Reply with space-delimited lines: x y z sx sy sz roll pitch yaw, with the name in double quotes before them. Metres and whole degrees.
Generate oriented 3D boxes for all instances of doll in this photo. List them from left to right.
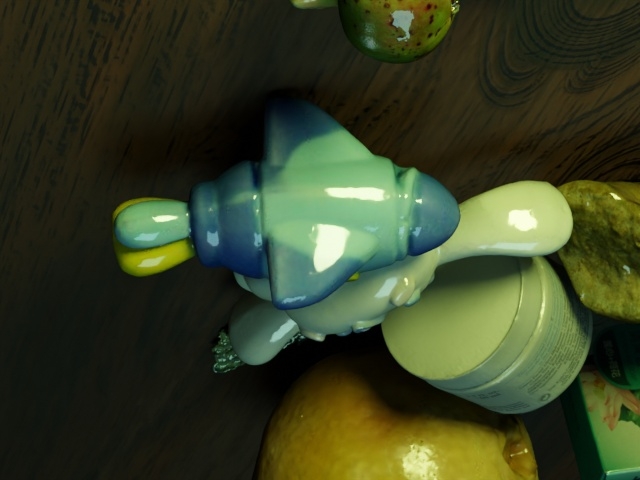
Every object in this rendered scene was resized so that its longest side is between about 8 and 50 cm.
"doll" 0.004 0.007 1.773 0.376 0.187 0.366 -40 148 16

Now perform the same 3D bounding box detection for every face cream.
"face cream" 0.175 0.081 1.959 0.177 0.177 0.153 -27 146 27

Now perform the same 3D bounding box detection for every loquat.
"loquat" 0.084 0.272 2.116 0.328 0.328 0.328 -8 150 -4

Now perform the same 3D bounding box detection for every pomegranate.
"pomegranate" 0.044 -0.202 1.529 0.142 0.114 0.114 10 154 17

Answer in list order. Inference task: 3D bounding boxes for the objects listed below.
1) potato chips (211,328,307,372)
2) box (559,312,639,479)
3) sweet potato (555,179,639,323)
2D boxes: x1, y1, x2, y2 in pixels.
"potato chips" -0.038 0.091 2.062 0.208 0.028 0.092 -19 147 12
"box" 0.349 0.163 2.084 0.153 0.244 0.092 -6 147 -10
"sweet potato" 0.364 0.025 1.959 0.158 0.157 0.370 -29 155 29
